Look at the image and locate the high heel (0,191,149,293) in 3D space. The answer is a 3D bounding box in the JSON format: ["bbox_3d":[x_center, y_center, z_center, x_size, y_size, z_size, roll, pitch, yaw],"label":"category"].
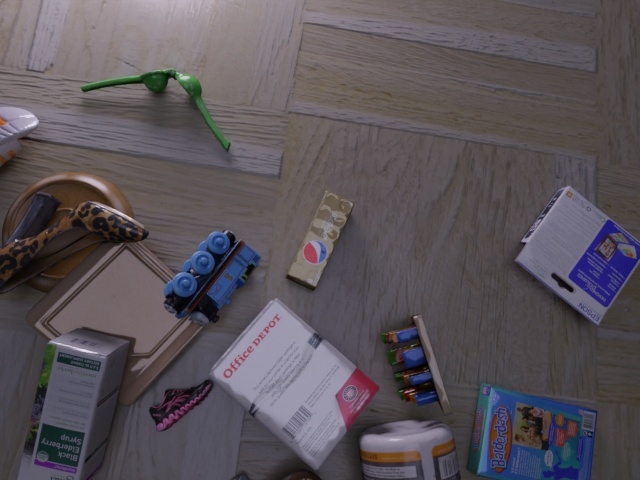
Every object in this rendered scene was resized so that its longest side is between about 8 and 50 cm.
[{"bbox_3d":[-0.416,0.026,0.821,0.262,0.093,0.186,12,70,21],"label":"high heel"}]

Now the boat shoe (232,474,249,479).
[{"bbox_3d":[-0.125,0.452,0.844,0.035,0.035,0.100,-30,87,17],"label":"boat shoe"}]

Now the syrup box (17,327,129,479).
[{"bbox_3d":[-0.390,0.271,0.789,0.093,0.096,0.236,15,93,-1],"label":"syrup box"}]

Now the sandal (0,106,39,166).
[{"bbox_3d":[-0.639,-0.155,0.897,0.265,0.076,0.102,-35,60,-23],"label":"sandal"}]

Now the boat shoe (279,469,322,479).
[{"bbox_3d":[-0.076,0.526,0.772,0.123,0.116,0.324,33,80,-25],"label":"boat shoe"}]

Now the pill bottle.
[{"bbox_3d":[0.157,0.448,0.806,0.162,0.162,0.278,-5,78,-7],"label":"pill bottle"}]

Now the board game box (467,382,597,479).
[{"bbox_3d":[0.388,0.366,0.907,0.211,0.047,0.160,15,77,-3],"label":"board game box"}]

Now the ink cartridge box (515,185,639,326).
[{"bbox_3d":[0.515,0.030,0.995,0.206,0.045,0.208,40,76,3],"label":"ink cartridge box"}]

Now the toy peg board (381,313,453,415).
[{"bbox_3d":[0.161,0.217,0.867,0.079,0.160,0.161,-18,80,6],"label":"toy peg board"}]

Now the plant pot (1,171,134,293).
[{"bbox_3d":[-0.466,-0.019,0.909,0.237,0.032,0.236,1,78,-5],"label":"plant pot"}]

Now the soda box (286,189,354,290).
[{"bbox_3d":[0.000,0.000,0.941,0.061,0.058,0.181,25,77,0],"label":"soda box"}]

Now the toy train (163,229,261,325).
[{"bbox_3d":[-0.190,0.066,0.869,0.105,0.080,0.184,41,57,-12],"label":"toy train"}]

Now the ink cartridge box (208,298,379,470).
[{"bbox_3d":[-0.048,0.242,0.861,0.237,0.100,0.172,40,77,3],"label":"ink cartridge box"}]

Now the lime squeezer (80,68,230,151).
[{"bbox_3d":[-0.307,-0.288,0.983,0.311,0.059,0.109,22,106,-3],"label":"lime squeezer"}]

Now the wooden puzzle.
[{"bbox_3d":[-0.346,0.131,0.875,0.239,0.044,0.221,43,77,-2],"label":"wooden puzzle"}]

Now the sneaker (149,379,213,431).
[{"bbox_3d":[-0.246,0.276,0.865,0.119,0.047,0.057,-36,72,-13],"label":"sneaker"}]
